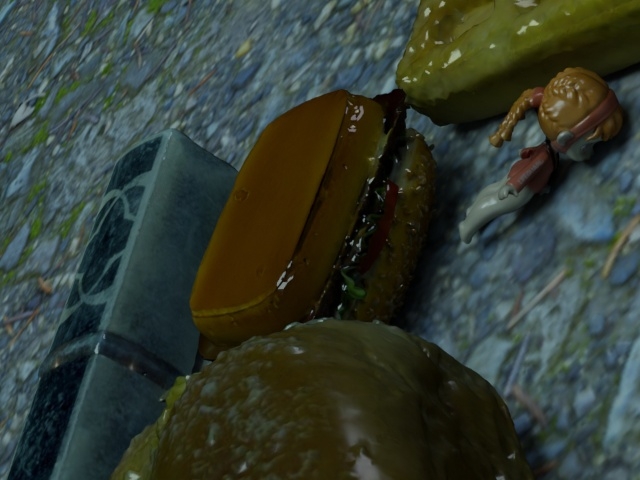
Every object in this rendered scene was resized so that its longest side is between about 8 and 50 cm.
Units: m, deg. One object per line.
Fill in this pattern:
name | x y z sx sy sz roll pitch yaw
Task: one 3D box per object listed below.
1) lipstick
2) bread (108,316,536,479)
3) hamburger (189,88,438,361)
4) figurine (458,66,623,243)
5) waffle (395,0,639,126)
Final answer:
lipstick | -0.120 0.065 1.077 0.077 0.076 0.290 -27 38 46
bread | -0.012 0.146 0.726 0.195 0.176 0.246 -43 32 21
hamburger | 0.000 0.000 0.945 0.137 0.087 0.166 -8 53 55
figurine | 0.103 -0.041 0.876 0.109 0.047 0.064 -47 6 29
waffle | 0.152 -0.190 0.935 0.221 0.055 0.248 -16 50 51
